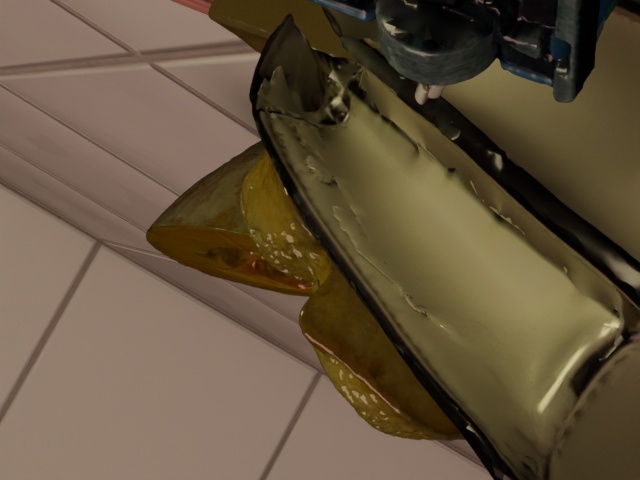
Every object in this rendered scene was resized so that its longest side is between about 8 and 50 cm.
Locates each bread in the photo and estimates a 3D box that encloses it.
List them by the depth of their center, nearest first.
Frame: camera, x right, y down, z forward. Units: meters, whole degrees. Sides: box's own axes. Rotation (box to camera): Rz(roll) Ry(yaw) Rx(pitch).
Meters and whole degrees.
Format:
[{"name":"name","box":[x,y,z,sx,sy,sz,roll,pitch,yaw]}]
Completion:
[{"name":"bread","box":[0.030,0.021,0.651,0.187,0.065,0.149,-2,-116,-61]}]

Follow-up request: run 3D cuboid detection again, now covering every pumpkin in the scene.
[{"name":"pumpkin","box":[-0.002,-0.017,1.036,0.217,0.110,0.217,16,165,4]}]

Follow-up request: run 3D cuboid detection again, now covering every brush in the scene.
[{"name":"brush","box":[-0.032,-0.110,0.731,0.233,0.047,0.103,23,173,34]}]

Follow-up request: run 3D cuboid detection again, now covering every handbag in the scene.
[{"name":"handbag","box":[0.157,0.037,0.586,0.358,0.160,0.237,37,-174,-39]}]

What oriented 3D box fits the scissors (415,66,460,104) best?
[{"name":"scissors","box":[0.055,-0.080,0.419,0.058,0.119,0.014,27,148,6]}]

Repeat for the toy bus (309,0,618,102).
[{"name":"toy bus","box":[-0.003,-0.118,0.383,0.184,0.106,0.090,23,156,18]}]
